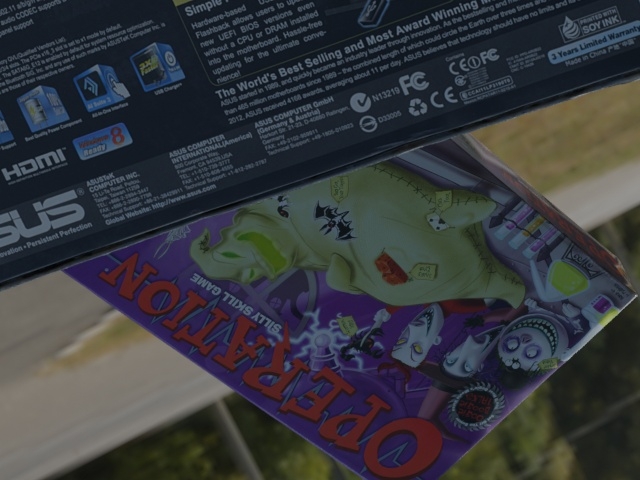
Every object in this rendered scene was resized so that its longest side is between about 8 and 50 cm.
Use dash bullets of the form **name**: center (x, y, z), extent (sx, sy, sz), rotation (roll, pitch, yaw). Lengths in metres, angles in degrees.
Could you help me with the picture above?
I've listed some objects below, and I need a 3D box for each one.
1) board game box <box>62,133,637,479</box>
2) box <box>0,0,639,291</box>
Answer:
- **board game box**: center (0.000, 0.000, 1.089), extent (0.208, 0.347, 0.056), rotation (-43, -151, 19)
- **box**: center (-0.041, -0.178, 0.764), extent (0.395, 0.318, 0.097), rotation (-19, -161, 18)
